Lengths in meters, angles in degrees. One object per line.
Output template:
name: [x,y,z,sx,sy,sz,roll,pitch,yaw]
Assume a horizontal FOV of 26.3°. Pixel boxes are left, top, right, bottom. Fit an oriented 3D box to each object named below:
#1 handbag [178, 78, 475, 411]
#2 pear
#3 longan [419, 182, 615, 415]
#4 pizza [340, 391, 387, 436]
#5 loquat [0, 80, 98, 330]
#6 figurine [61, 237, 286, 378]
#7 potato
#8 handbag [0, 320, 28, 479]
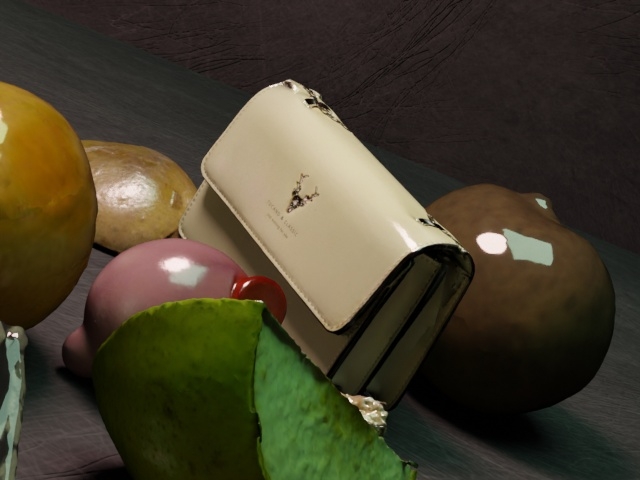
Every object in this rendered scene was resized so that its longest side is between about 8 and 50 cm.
handbag: [0.000,0.000,1.600,0.160,0.236,0.358,15,25,-43]
pear: [-0.090,0.167,1.080,0.239,0.139,0.288,5,-31,35]
longan: [0.223,0.075,1.717,0.297,0.297,0.297,23,13,-6]
pizza: [-0.025,0.153,1.186,0.195,0.052,0.185,-9,-37,31]
loquat: [-0.334,-0.024,1.236,0.263,0.263,0.263,23,13,-6]
figurine: [-0.146,0.079,1.308,0.173,0.173,0.173,23,13,-6]
potato: [-0.261,-0.065,1.776,0.299,0.116,0.239,23,18,0]
handbag: [-0.350,0.127,0.643,0.416,0.180,0.316,21,39,-31]
